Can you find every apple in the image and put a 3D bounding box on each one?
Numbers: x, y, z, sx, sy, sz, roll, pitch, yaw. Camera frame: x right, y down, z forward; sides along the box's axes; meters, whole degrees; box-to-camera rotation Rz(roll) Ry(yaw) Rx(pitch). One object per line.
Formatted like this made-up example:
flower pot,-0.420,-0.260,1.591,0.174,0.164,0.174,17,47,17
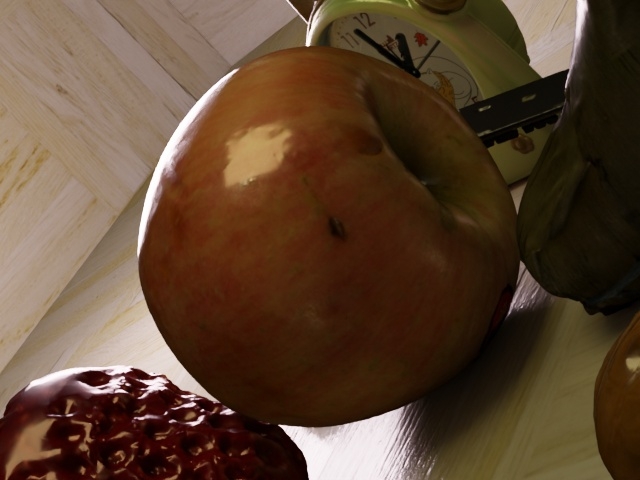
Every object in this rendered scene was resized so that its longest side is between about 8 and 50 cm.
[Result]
apple,0.000,0.000,1.716,0.346,0.391,0.391,-38,15,32

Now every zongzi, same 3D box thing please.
zongzi,0.231,-0.115,1.403,0.356,0.393,0.174,-40,37,34

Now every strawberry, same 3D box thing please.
strawberry,-0.186,0.254,1.776,0.345,0.295,0.317,-20,-14,22

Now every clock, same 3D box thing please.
clock,0.121,-0.208,2.021,0.286,0.348,0.117,-25,24,52

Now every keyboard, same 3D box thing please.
keyboard,0.303,-0.171,1.846,0.317,0.027,0.106,-20,23,10

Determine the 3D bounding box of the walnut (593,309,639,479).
walnut,0.267,0.095,1.108,0.207,0.167,0.167,-57,10,16

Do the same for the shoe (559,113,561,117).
shoe,0.296,-0.120,1.865,0.072,0.069,0.109,-19,26,2
